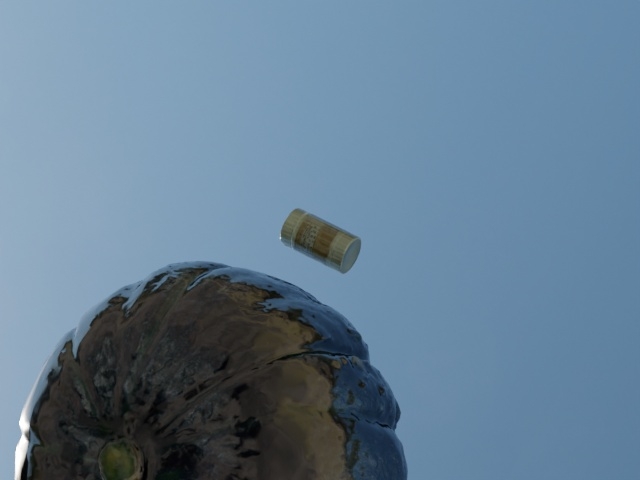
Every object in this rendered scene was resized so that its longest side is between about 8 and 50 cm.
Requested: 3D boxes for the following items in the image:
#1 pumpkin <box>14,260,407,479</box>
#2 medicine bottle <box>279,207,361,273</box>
[{"bbox_3d":[-0.095,0.201,1.257,0.363,0.266,0.363,-10,-110,28],"label":"pumpkin"},{"bbox_3d":[0.000,0.000,1.605,0.083,0.047,0.047,26,-113,21],"label":"medicine bottle"}]
